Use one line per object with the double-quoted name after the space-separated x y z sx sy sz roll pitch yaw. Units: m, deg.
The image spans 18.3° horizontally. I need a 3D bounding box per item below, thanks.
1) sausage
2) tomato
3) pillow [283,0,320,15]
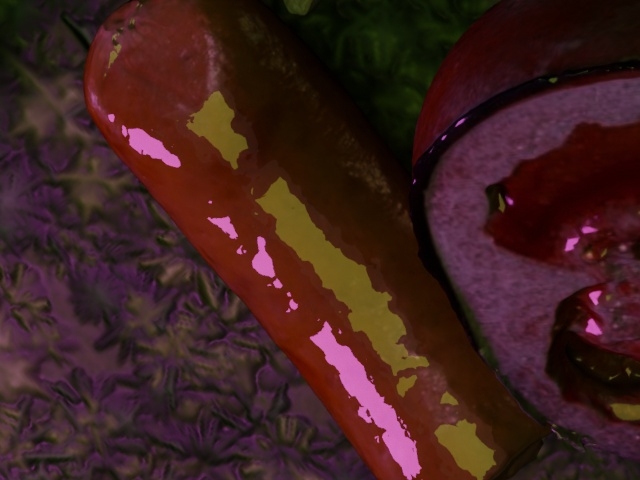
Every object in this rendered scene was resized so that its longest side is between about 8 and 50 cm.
0.001 -0.001 0.884 0.109 0.109 0.270 -37 93 20 "sausage"
0.139 -0.030 0.816 0.180 0.155 0.214 -9 130 16 "tomato"
-0.046 -0.285 0.839 0.274 0.076 0.281 32 105 -3 "pillow"
